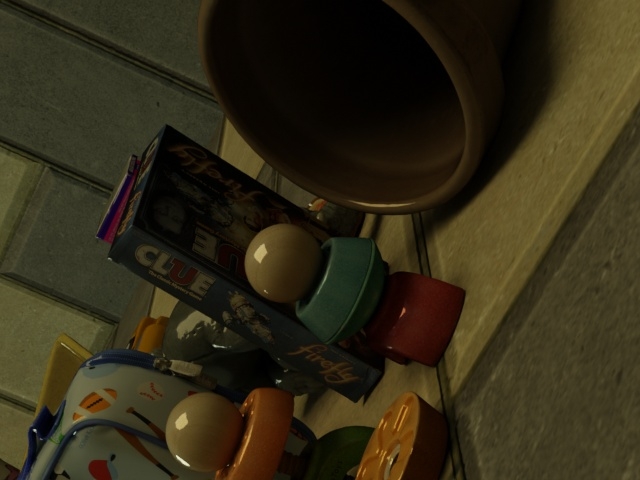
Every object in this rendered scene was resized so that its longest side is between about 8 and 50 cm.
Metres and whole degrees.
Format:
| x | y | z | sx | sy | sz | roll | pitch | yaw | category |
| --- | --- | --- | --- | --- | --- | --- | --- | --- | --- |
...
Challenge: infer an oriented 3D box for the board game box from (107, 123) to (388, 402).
| x | y | z | sx | sy | sz | roll | pitch | yaw | category |
| --- | --- | --- | --- | --- | --- | --- | --- | --- | --- |
| -0.053 | 0.017 | 1.182 | 0.042 | 0.243 | 0.165 | -49 | 19 | 30 | board game box |

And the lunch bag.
| x | y | z | sx | sy | sz | roll | pitch | yaw | category |
| --- | --- | --- | --- | --- | --- | --- | --- | --- | --- |
| -0.152 | 0.229 | 1.207 | 0.115 | 0.243 | 0.303 | -81 | 18 | -52 | lunch bag |

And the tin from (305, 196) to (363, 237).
| x | y | z | sx | sy | sz | roll | pitch | yaw | category |
| --- | --- | --- | --- | --- | --- | --- | --- | --- | --- |
| 0.000 | 0.000 | 1.519 | 0.190 | 0.040 | 0.106 | 160 | 129 | -74 | tin |

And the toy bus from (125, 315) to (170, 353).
| x | y | z | sx | sy | sz | roll | pitch | yaw | category |
| --- | --- | --- | --- | --- | --- | --- | --- | --- | --- |
| -0.236 | 0.235 | 1.932 | 0.130 | 0.108 | 0.332 | -55 | 15 | 41 | toy bus |

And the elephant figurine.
| x | y | z | sx | sy | sz | roll | pitch | yaw | category |
| --- | --- | --- | --- | --- | --- | --- | --- | --- | --- |
| -0.061 | 0.033 | 1.348 | 0.169 | 0.186 | 0.239 | -42 | 35 | 41 | elephant figurine |

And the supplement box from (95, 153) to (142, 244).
| x | y | z | sx | sy | sz | roll | pitch | yaw | category |
| --- | --- | --- | --- | --- | --- | --- | --- | --- | --- |
| -0.200 | -0.021 | 2.015 | 0.114 | 0.220 | 0.111 | -62 | 12 | 14 | supplement box |

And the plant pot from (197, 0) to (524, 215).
| x | y | z | sx | sy | sz | roll | pitch | yaw | category |
| --- | --- | --- | --- | --- | --- | --- | --- | --- | --- |
| 0.064 | -0.190 | 1.165 | 0.229 | 0.263 | 0.263 | -52 | 2 | -34 | plant pot |

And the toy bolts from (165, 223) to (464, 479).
| x | y | z | sx | sy | sz | roll | pitch | yaw | category |
| --- | --- | --- | --- | --- | --- | --- | --- | --- | --- |
| -0.003 | 0.096 | 1.010 | 0.228 | 0.158 | 0.218 | -69 | 12 | -15 | toy bolts |

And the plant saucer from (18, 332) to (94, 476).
| x | y | z | sx | sy | sz | roll | pitch | yaw | category |
| --- | --- | --- | --- | --- | --- | --- | --- | --- | --- |
| -0.241 | 0.308 | 1.567 | 0.333 | 0.081 | 0.332 | 24 | 101 | 54 | plant saucer |

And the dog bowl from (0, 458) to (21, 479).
| x | y | z | sx | sy | sz | roll | pitch | yaw | category |
| --- | --- | --- | --- | --- | --- | --- | --- | --- | --- |
| -0.465 | 0.530 | 2.022 | 0.408 | 0.150 | 0.407 | 11 | -90 | -84 | dog bowl |
